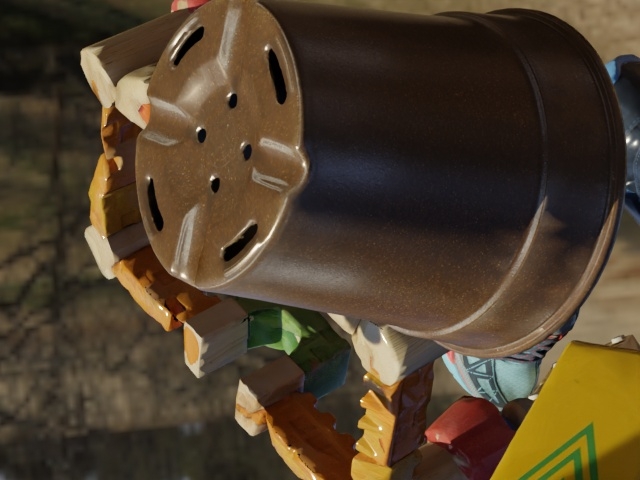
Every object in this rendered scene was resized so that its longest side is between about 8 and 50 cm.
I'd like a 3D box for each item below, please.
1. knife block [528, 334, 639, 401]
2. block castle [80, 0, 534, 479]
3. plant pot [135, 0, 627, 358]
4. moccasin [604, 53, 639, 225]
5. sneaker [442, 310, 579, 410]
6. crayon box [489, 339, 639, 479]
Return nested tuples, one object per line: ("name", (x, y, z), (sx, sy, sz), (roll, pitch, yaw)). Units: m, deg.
("knife block", (0.280, 0.226, 1.554), (0.088, 0.242, 0.276), (-24, 180, 16))
("block castle", (0.000, 0.000, 1.444), (0.213, 0.453, 0.303), (-27, 143, -28))
("plant pot", (0.018, -0.034, 0.763), (0.165, 0.167, 0.167), (6, 170, -36))
("moccasin", (0.305, -0.021, 1.344), (0.342, 0.117, 0.137), (22, 115, -44))
("sneaker", (0.180, 0.068, 1.593), (0.104, 0.261, 0.125), (-16, -143, -19))
("crayon box", (0.141, 0.197, 0.862), (0.081, 0.202, 0.318), (6, -136, 36))
